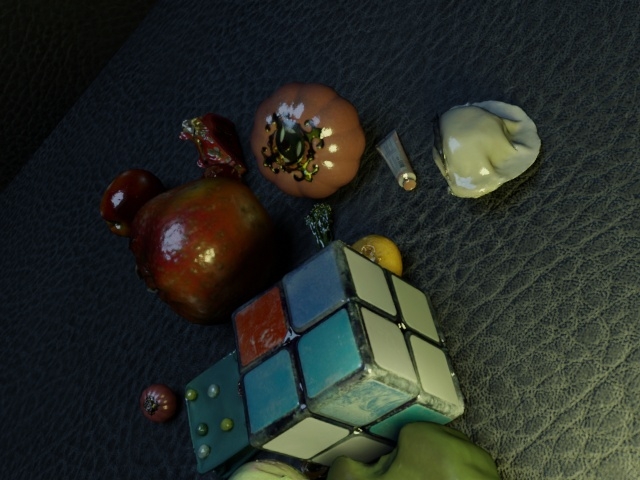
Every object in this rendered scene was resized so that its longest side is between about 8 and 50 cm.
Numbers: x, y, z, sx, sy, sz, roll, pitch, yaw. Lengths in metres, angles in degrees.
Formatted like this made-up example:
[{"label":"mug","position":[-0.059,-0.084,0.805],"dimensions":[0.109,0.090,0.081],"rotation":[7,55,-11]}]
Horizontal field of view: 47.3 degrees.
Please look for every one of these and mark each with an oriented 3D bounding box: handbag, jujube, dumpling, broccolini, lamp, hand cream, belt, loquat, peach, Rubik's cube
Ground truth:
[{"label":"handbag","position":[-0.224,0.413,1.809],"dimensions":[0.274,0.100,0.269],"rotation":[-41,43,23]},{"label":"jujube","position":[-0.312,-0.117,2.175],"dimensions":[0.155,0.155,0.230],"rotation":[-13,51,42]},{"label":"dumpling","position":[0.332,-0.218,1.551],"dimensions":[0.204,0.163,0.293],"rotation":[-32,36,36]},{"label":"broccolini","position":[0.012,0.001,1.858],"dimensions":[0.074,0.058,0.201],"rotation":[-39,59,45]},{"label":"lamp","position":[-0.027,-0.260,1.884],"dimensions":[0.305,0.239,0.305],"rotation":[7,110,21]},{"label":"hand cream","position":[0.186,-0.194,1.783],"dimensions":[0.067,0.043,0.210],"rotation":[-40,39,20]},{"label":"belt","position":[0.000,0.488,1.581],"dimensions":[0.083,0.036,0.059],"rotation":[-35,53,28]},{"label":"loquat","position":[0.119,0.059,1.633],"dimensions":[0.141,0.141,0.141],"rotation":[-24,52,35]},{"label":"peach","position":[-0.626,-0.125,2.472],"dimensions":[0.243,0.199,0.243],"rotation":[-56,0,0]},{"label":"Rubik's cube","position":[0.047,0.242,1.456],"dimensions":[0.318,0.313,0.316],"rotation":[-37,46,25]},{"label":"lamp","position":[-0.449,0.451,2.028],"dimensions":[0.107,0.092,0.107],"rotation":[1,93,25]}]

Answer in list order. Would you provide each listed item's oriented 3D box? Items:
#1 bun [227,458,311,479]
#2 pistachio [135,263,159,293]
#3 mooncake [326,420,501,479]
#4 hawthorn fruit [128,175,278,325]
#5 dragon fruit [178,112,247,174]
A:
[{"label":"bun","position":[-0.058,0.559,1.422],"dimensions":[0.187,0.293,0.293],"rotation":[-18,54,22]},{"label":"pistachio","position":[-0.480,0.078,2.251],"dimensions":[0.238,0.153,0.138],"rotation":[-36,86,30]},{"label":"mooncake","position":[0.168,0.498,1.284],"dimensions":[0.351,0.187,0.351],"rotation":[-26,48,32]},{"label":"hawthorn fruit","position":[-0.286,0.010,1.924],"dimensions":[0.403,0.403,0.403],"rotation":[-24,52,35]},{"label":"dragon fruit","position":[-0.354,-0.306,2.291],"dimensions":[0.134,0.211,0.262],"rotation":[-36,40,17]}]
